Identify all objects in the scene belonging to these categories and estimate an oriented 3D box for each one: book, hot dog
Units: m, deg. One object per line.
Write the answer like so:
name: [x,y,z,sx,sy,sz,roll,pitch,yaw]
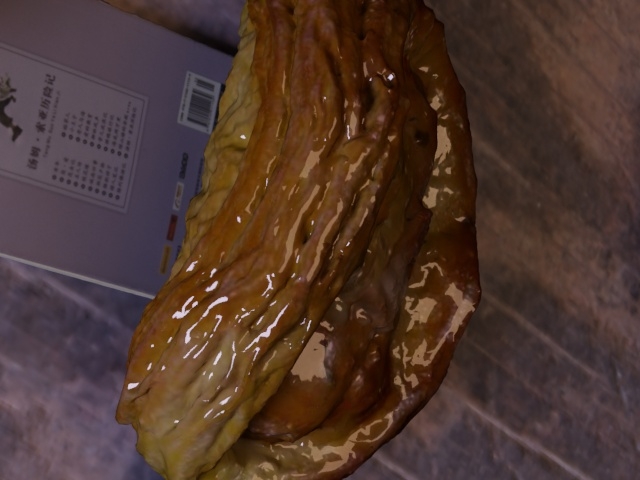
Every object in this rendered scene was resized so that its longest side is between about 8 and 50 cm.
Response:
book: [-0.117,-0.050,0.633,0.181,0.014,0.127,18,75,-36]
hot dog: [0.003,-0.002,0.647,0.175,0.114,0.259,43,56,-60]
